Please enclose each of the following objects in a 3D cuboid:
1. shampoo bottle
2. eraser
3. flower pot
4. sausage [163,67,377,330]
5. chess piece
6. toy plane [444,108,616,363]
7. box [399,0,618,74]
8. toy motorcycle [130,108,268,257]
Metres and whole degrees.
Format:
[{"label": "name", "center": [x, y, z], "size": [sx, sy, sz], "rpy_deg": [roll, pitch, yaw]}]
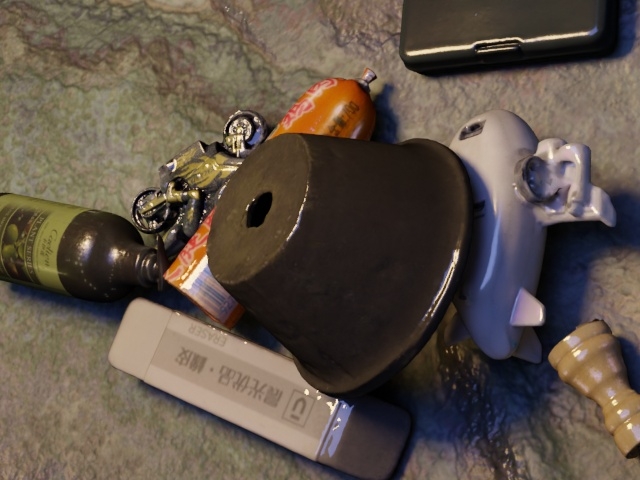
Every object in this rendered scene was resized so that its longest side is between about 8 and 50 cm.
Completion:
[{"label": "shampoo bottle", "center": [-0.267, 0.013, 1.818], "size": [0.283, 0.101, 0.101], "rpy_deg": [11, 78, 39]}, {"label": "eraser", "center": [-0.068, 0.152, 1.707], "size": [0.352, 0.061, 0.089], "rpy_deg": [19, 83, 33]}, {"label": "flower pot", "center": [0.000, 0.000, 1.571], "size": [0.269, 0.166, 0.269], "rpy_deg": [-38, 40, 41]}, {"label": "sausage", "center": [-0.038, -0.057, 1.729], "size": [0.093, 0.093, 0.312], "rpy_deg": [31, 81, 33]}, {"label": "chess piece", "center": [0.270, 0.139, 1.529], "size": [0.066, 0.066, 0.122], "rpy_deg": [-40, 63, 11]}, {"label": "toy plane", "center": [0.173, -0.007, 1.599], "size": [0.252, 0.118, 0.252], "rpy_deg": [-19, 63, 42]}, {"label": "box", "center": [0.195, -0.258, 1.711], "size": [0.230, 0.050, 0.160], "rpy_deg": [-3, 71, 27]}, {"label": "toy motorcycle", "center": [-0.118, -0.048, 1.804], "size": [0.193, 0.061, 0.124], "rpy_deg": [-39, 66, 12]}]
